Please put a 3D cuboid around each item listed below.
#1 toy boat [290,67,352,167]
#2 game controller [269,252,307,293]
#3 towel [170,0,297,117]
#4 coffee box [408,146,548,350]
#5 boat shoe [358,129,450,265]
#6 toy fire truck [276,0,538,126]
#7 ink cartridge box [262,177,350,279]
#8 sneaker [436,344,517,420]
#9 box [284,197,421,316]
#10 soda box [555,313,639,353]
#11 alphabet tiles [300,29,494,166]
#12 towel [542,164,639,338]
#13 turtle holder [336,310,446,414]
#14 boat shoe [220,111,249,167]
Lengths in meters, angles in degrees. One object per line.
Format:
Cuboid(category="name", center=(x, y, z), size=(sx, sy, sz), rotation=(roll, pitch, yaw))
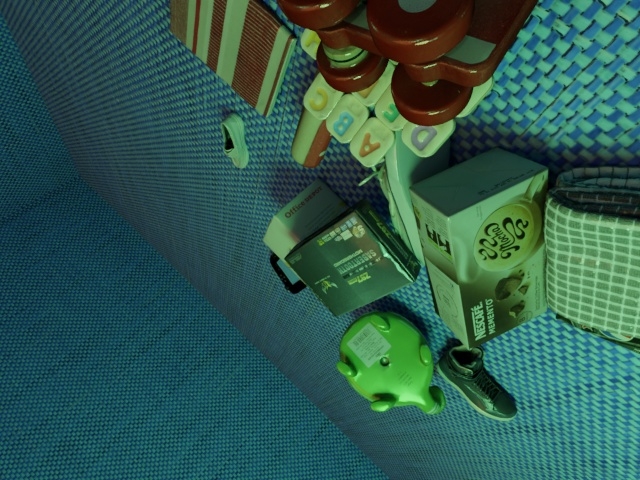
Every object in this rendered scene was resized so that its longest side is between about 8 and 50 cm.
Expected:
Cuboid(category="toy boat", center=(0.041, -0.229, 0.760), size=(0.151, 0.150, 0.231), rotation=(17, 152, -10))
Cuboid(category="game controller", center=(-0.086, 0.081, 1.347), size=(0.166, 0.067, 0.319), rotation=(47, 150, 0))
Cuboid(category="towel", center=(-0.201, -0.455, 0.873), size=(0.329, 0.037, 0.237), rotation=(43, 149, 3))
Cuboid(category="coffee box", center=(0.272, 0.022, 0.675), size=(0.119, 0.168, 0.297), rotation=(-123, 10, -56))
Cuboid(category="boat shoe", center=(0.155, -0.110, 0.757), size=(0.156, 0.136, 0.367), rotation=(30, 155, 46))
Cuboid(category="toy fire truck", center=(0.108, -0.305, 0.469), size=(0.302, 0.253, 0.169), rotation=(33, -179, 24))
Cuboid(category="ink cartridge box", center=(0.000, 0.000, 1.028), size=(0.232, 0.171, 0.168), rotation=(45, 151, 4))
Cuboid(category="sneaker", center=(0.410, 0.357, 1.018), size=(0.226, 0.086, 0.163), rotation=(35, 151, 22))
Cuboid(category="box", center=(0.060, 0.046, 0.833), size=(0.233, 0.059, 0.183), rotation=(-32, 103, 40))
Cuboid(category="soda box", center=(0.493, 0.134, 0.662), size=(0.169, 0.060, 0.053), rotation=(24, 143, 35))
Cuboid(category="alphabet tiles", center=(0.097, -0.261, 0.576), size=(0.284, 0.021, 0.278), rotation=(47, 121, 13))
Cuboid(category="towel", center=(0.455, 0.033, 0.529), size=(0.284, 0.121, 0.235), rotation=(15, 139, 43))
Cuboid(category="turtle holder", center=(0.214, 0.330, 1.122), size=(0.321, 0.243, 0.227), rotation=(16, 180, 12))
Cuboid(category="boat shoe", center=(-0.245, -0.268, 1.127), size=(0.066, 0.063, 0.184), rotation=(38, 149, 15))
